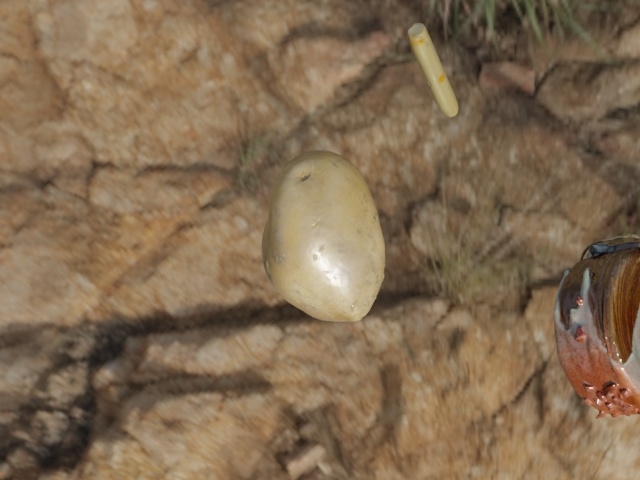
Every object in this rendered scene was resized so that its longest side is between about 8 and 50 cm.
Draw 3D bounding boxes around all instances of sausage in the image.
[{"bbox_3d":[0.121,-0.180,1.572,0.024,0.132,0.024,-13,48,15],"label":"sausage"}]

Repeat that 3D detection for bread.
[{"bbox_3d":[0.380,0.106,1.762,0.142,0.212,0.224,-14,96,44],"label":"bread"}]

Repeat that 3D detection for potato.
[{"bbox_3d":[0.001,-0.003,1.231,0.112,0.112,0.147,-4,82,6],"label":"potato"}]
